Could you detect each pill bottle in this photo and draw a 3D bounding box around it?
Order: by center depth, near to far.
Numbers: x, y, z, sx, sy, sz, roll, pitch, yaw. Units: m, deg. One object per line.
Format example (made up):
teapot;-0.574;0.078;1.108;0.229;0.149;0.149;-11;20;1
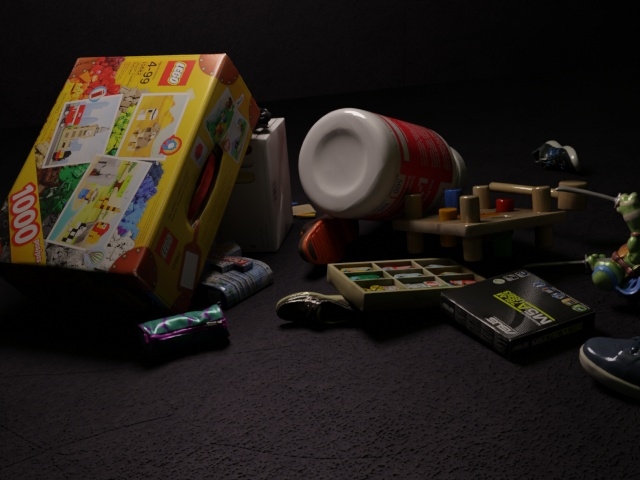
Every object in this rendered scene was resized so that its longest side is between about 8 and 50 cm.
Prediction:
pill bottle;0.157;-0.153;1.887;0.229;0.228;0.408;10;5;36

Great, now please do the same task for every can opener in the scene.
can opener;-0.151;-0.283;1.904;0.059;0.073;0.186;-17;14;-11

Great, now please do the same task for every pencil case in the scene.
pencil case;-0.236;0.155;1.469;0.152;0.064;0.070;-14;-3;-22

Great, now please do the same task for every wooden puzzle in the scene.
wooden puzzle;-0.051;-0.074;2.142;0.079;0.014;0.116;-2;20;-6

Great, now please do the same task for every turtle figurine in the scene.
turtle figurine;0.561;-0.018;1.565;0.266;0.197;0.275;-16;26;-25

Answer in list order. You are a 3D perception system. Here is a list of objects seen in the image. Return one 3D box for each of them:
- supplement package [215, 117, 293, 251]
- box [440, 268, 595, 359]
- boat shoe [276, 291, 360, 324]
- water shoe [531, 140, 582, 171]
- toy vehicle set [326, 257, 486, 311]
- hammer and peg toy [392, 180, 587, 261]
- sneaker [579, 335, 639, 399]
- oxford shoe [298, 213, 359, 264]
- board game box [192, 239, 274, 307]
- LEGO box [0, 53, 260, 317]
supplement package;-0.159;-0.128;1.945;0.145;0.261;0.204;-1;20;11
box;0.332;0.120;1.446;0.184;0.045;0.191;-12;26;-25
boat shoe;-0.005;0.123;1.517;0.152;0.056;0.049;-4;15;1
water shoe;0.640;-0.215;2.314;0.080;0.073;0.203;-28;17;1
toy vehicle set;0.164;0.078;1.565;0.267;0.035;0.166;-2;17;-23
hammer and peg toy;0.358;-0.045;1.743;0.361;0.127;0.266;-8;8;-30
sneaker;0.538;0.149;1.179;0.350;0.148;0.131;7;23;31
oxford shoe;0.000;0.000;1.838;0.098;0.096;0.271;-15;8;24
board game box;-0.201;0.060;1.733;0.194;0.060;0.194;9;25;34
LEGO box;-0.384;-0.116;1.692;0.373;0.193;0.500;4;61;24
